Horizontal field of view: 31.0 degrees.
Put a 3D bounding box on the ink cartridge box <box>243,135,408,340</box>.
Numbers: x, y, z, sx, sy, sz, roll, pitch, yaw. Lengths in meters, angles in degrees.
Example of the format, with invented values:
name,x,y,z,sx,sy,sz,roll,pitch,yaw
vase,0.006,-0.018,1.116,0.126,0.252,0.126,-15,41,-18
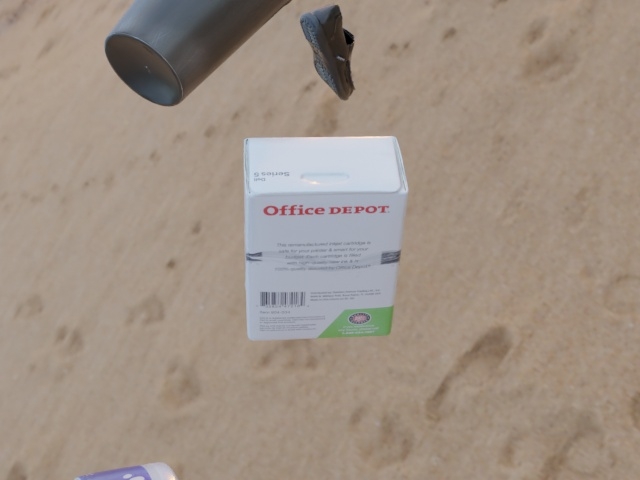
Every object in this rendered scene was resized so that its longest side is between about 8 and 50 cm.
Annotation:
name,x,y,z,sx,sy,sz,roll,pitch,yaw
ink cartridge box,0.000,0.000,1.503,0.114,0.198,0.273,-96,7,-45

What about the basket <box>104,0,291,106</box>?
name,x,y,z,sx,sy,sz,roll,pitch,yaw
basket,-0.173,-0.301,1.551,0.204,0.154,0.227,13,55,38

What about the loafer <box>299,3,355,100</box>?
name,x,y,z,sx,sy,sz,roll,pitch,yaw
loafer,0.032,-0.326,2.003,0.078,0.220,0.080,-35,60,-7

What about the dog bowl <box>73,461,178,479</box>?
name,x,y,z,sx,sy,sz,roll,pitch,yaw
dog bowl,-0.215,0.393,1.321,0.265,0.104,0.265,176,90,-69
